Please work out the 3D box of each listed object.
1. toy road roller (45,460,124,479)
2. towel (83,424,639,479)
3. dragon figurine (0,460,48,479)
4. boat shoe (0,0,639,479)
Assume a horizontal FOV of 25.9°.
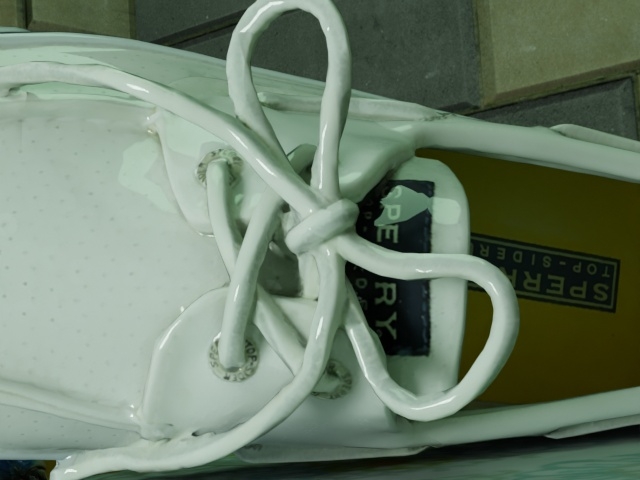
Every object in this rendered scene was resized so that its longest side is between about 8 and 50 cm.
[{"bbox_3d":[-0.203,0.099,0.762,0.329,0.202,0.240,-2,-20,-42],"label":"toy road roller"},{"bbox_3d":[0.068,0.107,0.434,0.374,0.090,0.320,-9,-6,37],"label":"towel"},{"bbox_3d":[-0.181,0.071,0.488,0.085,0.289,0.144,17,-20,45],"label":"dragon figurine"},{"bbox_3d":[0.001,0.009,0.394,0.367,0.136,0.156,8,-7,-24],"label":"boat shoe"}]
